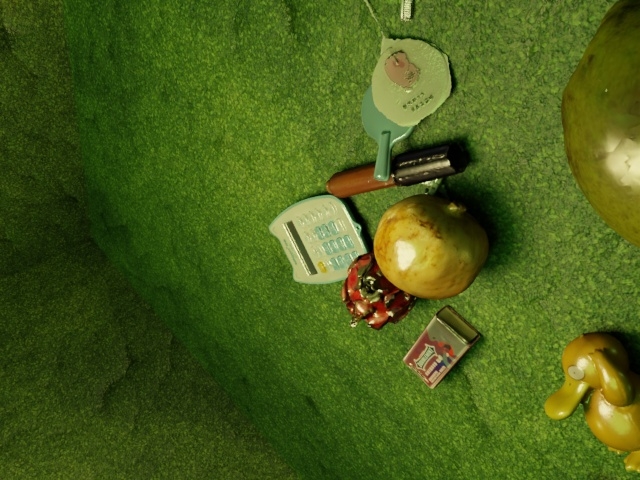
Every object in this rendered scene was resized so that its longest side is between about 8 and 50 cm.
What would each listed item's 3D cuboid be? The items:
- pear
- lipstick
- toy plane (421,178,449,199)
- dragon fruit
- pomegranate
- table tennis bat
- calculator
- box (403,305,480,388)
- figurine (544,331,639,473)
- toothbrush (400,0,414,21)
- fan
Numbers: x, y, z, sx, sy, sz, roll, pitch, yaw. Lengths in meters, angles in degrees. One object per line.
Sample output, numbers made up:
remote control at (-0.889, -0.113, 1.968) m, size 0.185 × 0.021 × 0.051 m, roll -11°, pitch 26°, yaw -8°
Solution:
pear at (0.500, -0.138, 0.682) m, size 0.413 × 0.352 × 0.352 m, roll 45°, pitch 141°, yaw 23°
lipstick at (0.156, -0.156, 1.262) m, size 0.418 × 0.077 × 0.077 m, roll -6°, pitch 109°, yaw 52°
toy plane at (0.256, -0.119, 1.207) m, size 0.080 × 0.033 × 0.083 m, roll 33°, pitch 136°, yaw 15°
dragon fruit at (0.147, 0.115, 1.325) m, size 0.192 × 0.274 × 0.193 m, roll -22°, pitch 70°, yaw 17°
pomegranate at (0.238, 0.010, 1.152) m, size 0.248 × 0.248 × 0.248 m, roll 28°, pitch 133°, yaw 35°
table tennis bat at (0.150, -0.248, 1.179) m, size 0.149 × 0.038 × 0.237 m, roll 10°, pitch 98°, yaw 36°
calculator at (0.000, 0.000, 1.555) m, size 0.386 × 0.054 × 0.256 m, roll -18°, pitch 99°, yaw 55°
box at (0.307, 0.279, 1.388) m, size 0.120 × 0.069 × 0.224 m, roll 43°, pitch 139°, yaw 22°
figurine at (0.562, 0.302, 1.044) m, size 0.228 × 0.215 × 0.215 m, roll 34°, pitch 138°, yaw 9°
toothbrush at (0.171, -0.565, 1.015) m, size 0.024 × 0.021 × 0.288 m, roll 19°, pitch 128°, yaw 28°
fan at (0.152, -0.391, 1.127) m, size 0.182 × 0.010 × 0.310 m, roll -32°, pitch 81°, yaw 32°
